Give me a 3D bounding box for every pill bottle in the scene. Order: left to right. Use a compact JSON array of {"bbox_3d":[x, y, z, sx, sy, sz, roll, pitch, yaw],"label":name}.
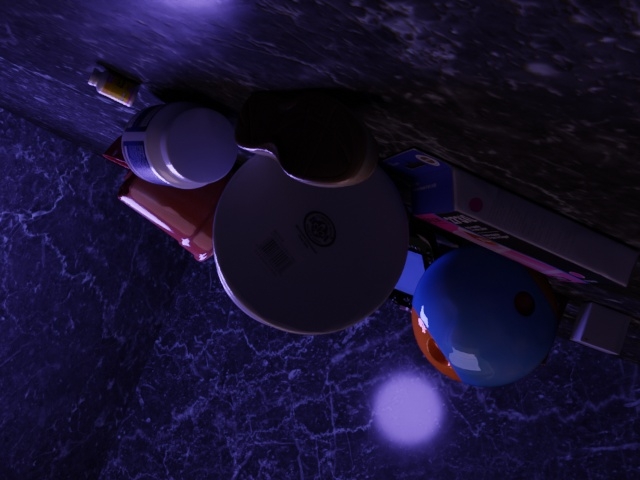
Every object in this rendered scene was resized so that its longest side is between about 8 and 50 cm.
[{"bbox_3d":[-0.372,-0.277,1.201,0.083,0.043,0.043,23,176,-23],"label":"pill bottle"},{"bbox_3d":[-0.254,-0.171,1.199,0.153,0.153,0.264,24,176,-30],"label":"pill bottle"}]

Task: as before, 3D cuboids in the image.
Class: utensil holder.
[{"bbox_3d":[-0.031,0.004,1.192,0.327,0.328,0.385,22,173,-5],"label":"utensil holder"}]

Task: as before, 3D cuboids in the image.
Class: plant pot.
[{"bbox_3d":[-0.358,-0.128,1.731,0.265,0.272,0.272,33,172,-24],"label":"plant pot"}]

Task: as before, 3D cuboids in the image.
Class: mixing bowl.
[{"bbox_3d":[-0.516,-0.250,1.906,0.181,0.098,0.181,21,176,1],"label":"mixing bowl"}]

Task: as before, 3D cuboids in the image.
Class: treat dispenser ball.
[{"bbox_3d":[0.328,0.149,1.346,0.288,0.288,0.288,22,176,2],"label":"treat dispenser ball"}]

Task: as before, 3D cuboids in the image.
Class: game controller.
[{"bbox_3d":[0.203,0.063,1.524,0.166,0.067,0.319,28,153,34],"label":"game controller"}]

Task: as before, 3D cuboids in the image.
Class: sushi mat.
[{"bbox_3d":[0.177,-0.039,1.580,0.151,0.019,0.316,25,175,-42],"label":"sushi mat"}]

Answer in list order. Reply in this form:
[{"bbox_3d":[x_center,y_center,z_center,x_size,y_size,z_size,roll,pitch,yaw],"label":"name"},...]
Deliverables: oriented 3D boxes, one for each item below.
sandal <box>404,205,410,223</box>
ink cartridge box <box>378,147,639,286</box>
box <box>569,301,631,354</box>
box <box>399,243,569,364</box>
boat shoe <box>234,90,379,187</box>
[{"bbox_3d":[0.154,-0.005,1.389,0.049,0.180,0.072,-27,-134,-36],"label":"sandal"},{"bbox_3d":[0.264,-0.029,0.999,0.370,0.069,0.176,25,175,-10],"label":"ink cartridge box"},{"bbox_3d":[0.680,0.213,1.626,0.101,0.101,0.087,20,175,8],"label":"box"},{"bbox_3d":[0.421,0.165,1.739,0.381,0.191,0.143,23,176,-8],"label":"box"},{"bbox_3d":[-0.008,-0.127,0.867,0.098,0.109,0.302,18,-176,-35],"label":"boat shoe"}]
